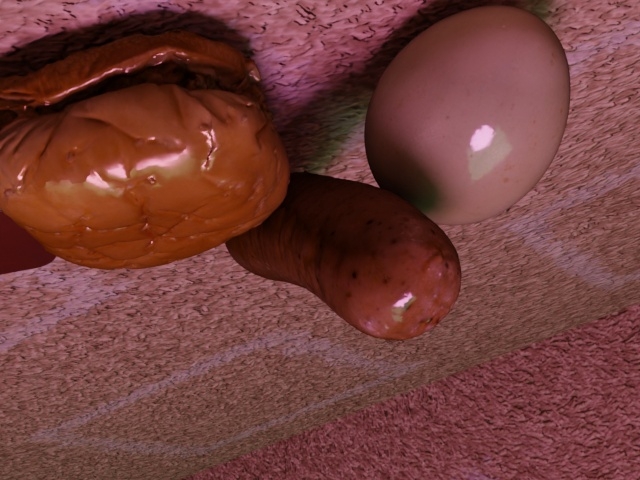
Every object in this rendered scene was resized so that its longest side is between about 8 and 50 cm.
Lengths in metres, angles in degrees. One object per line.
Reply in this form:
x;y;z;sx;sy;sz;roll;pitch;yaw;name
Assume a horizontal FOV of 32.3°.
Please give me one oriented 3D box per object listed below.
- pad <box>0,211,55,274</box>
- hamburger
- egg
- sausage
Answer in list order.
-0.447;0.017;1.285;0.267;0.004;0.181;-10;158;-13;pad
-0.176;-0.071;1.044;0.318;0.158;0.318;-11;161;-4;hamburger
0.145;-0.123;1.087;0.188;0.188;0.254;-5;148;-25;egg
-0.001;-0.003;1.163;0.123;0.136;0.501;-15;-167;-20;sausage
